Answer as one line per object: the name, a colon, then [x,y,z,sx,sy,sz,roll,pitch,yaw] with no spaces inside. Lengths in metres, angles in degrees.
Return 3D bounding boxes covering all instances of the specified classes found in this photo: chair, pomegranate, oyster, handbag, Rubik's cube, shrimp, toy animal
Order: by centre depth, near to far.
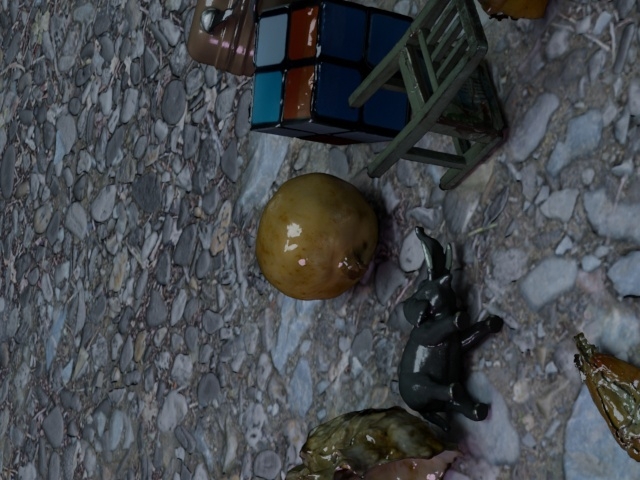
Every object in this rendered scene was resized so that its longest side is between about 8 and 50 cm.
shrimp: [0.341,0.172,1.624,0.091,0.043,0.184,-57,48,20]
chair: [0.168,-0.197,1.843,0.270,0.147,0.136,-48,45,42]
toy animal: [0.160,0.110,1.853,0.137,0.082,0.270,-7,78,53]
oyster: [0.057,0.306,1.904,0.337,0.197,0.133,125,152,-60]
pomegranate: [0.000,0.000,2.034,0.196,0.196,0.196,-15,71,53]
Rubik's cube: [0.014,-0.236,2.054,0.180,0.167,0.183,-4,79,56]
handbag: [-0.107,-0.394,2.201,0.283,0.149,0.302,-108,35,-75]

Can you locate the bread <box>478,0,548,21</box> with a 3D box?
bread: [0.237,-0.407,1.808,0.134,0.129,0.260,-39,55,43]
